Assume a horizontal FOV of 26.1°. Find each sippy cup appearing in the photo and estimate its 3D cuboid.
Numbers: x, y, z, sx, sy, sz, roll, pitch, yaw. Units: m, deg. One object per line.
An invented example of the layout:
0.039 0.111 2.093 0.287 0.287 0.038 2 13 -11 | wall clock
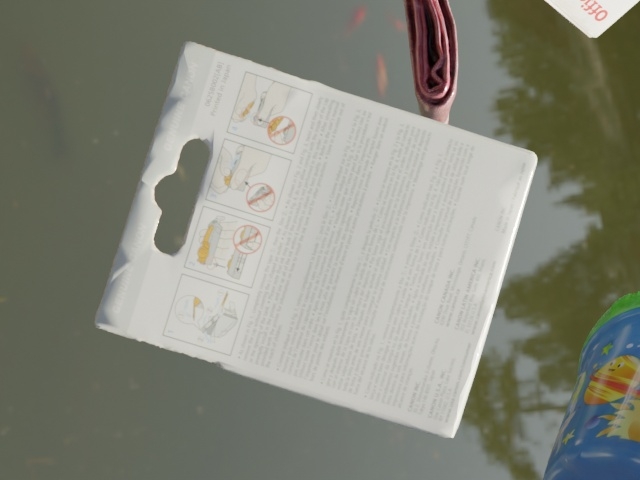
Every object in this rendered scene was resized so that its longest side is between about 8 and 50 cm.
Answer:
0.314 0.194 1.257 0.224 0.240 0.305 -45 123 -47 | sippy cup

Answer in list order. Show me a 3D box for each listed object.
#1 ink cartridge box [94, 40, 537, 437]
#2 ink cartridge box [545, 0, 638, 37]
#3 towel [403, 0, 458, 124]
0.000 0.000 0.863 0.066 0.232 0.189 141 -33 -87 | ink cartridge box
0.254 -0.287 1.154 0.148 0.203 0.086 26 30 -48 | ink cartridge box
0.087 -0.179 1.116 0.329 0.037 0.237 56 27 -79 | towel
